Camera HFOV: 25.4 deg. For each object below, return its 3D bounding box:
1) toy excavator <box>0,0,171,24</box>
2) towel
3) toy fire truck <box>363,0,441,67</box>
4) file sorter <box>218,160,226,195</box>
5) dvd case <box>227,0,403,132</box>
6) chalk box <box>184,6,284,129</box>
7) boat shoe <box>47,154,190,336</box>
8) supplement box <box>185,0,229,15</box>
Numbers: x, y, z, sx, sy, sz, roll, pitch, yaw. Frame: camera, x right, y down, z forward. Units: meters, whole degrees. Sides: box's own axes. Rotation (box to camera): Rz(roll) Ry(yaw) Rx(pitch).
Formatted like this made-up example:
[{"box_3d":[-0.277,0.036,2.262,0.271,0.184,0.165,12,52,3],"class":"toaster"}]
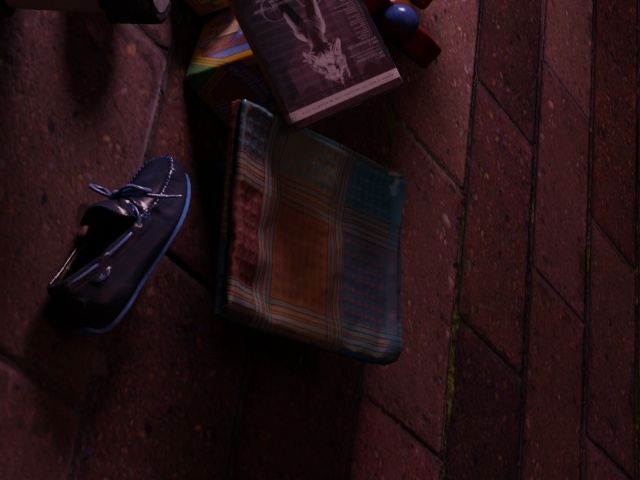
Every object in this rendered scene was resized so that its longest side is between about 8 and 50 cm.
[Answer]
[{"box_3d":[-0.281,-0.392,1.336,0.445,0.222,0.433,82,17,-45],"class":"toy excavator"},{"box_3d":[0.000,0.000,1.765,0.370,0.040,0.271,22,67,-53],"class":"towel"},{"box_3d":[0.042,-0.336,1.907,0.302,0.169,0.254,40,8,-14],"class":"toy fire truck"},{"box_3d":[-0.036,-0.044,1.857,0.170,0.118,0.104,18,67,-54],"class":"file sorter"},{"box_3d":[-0.014,-0.259,1.726,0.165,0.018,0.221,-26,89,-25],"class":"dvd case"},{"box_3d":[-0.043,-0.237,1.826,0.132,0.213,0.132,48,42,-36],"class":"chalk box"},{"box_3d":[-0.217,-0.013,1.564,0.089,0.109,0.258,51,37,-30],"class":"boat shoe"},{"box_3d":[-0.132,-0.412,1.886,0.078,0.080,0.233,46,41,-38],"class":"supplement box"}]
